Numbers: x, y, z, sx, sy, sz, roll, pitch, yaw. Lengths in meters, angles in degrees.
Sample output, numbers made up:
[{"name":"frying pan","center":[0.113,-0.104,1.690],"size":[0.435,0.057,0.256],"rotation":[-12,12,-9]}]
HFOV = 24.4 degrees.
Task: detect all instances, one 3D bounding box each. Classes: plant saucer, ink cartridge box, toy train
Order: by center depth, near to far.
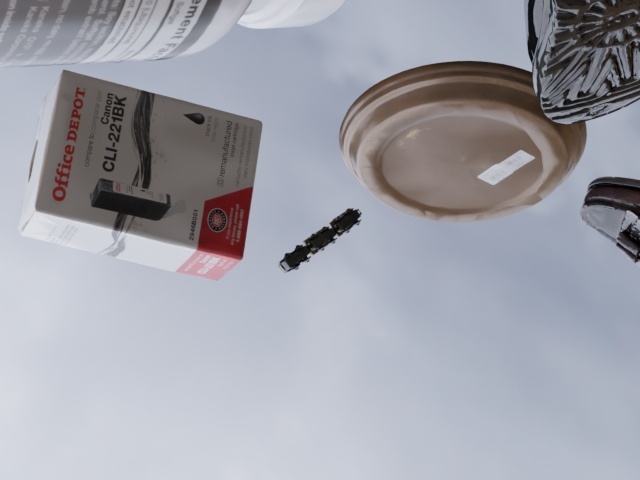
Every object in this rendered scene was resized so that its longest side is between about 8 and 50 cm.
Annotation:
[{"name":"plant saucer","center":[0.158,-0.099,1.653],"size":[0.277,0.278,0.041],"rotation":[22,-128,-28]},{"name":"ink cartridge box","center":[-0.229,-0.081,1.887],"size":[0.272,0.114,0.197],"rotation":[13,-110,-17]},{"name":"toy train","center":[0.000,0.000,1.920],"size":[0.158,0.036,0.027],"rotation":[-36,-89,-40]}]

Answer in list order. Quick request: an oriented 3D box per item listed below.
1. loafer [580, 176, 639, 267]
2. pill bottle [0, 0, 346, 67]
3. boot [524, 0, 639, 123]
[{"name":"loafer","center":[0.413,0.025,1.604],"size":[0.302,0.095,0.109],"rotation":[25,157,20]},{"name":"pill bottle","center":[-0.159,-0.213,0.908],"size":[0.362,0.210,0.210],"rotation":[-8,-134,-36]},{"name":"boot","center":[0.207,-0.285,1.236],"size":[0.348,0.131,0.260],"rotation":[77,178,-59]}]
